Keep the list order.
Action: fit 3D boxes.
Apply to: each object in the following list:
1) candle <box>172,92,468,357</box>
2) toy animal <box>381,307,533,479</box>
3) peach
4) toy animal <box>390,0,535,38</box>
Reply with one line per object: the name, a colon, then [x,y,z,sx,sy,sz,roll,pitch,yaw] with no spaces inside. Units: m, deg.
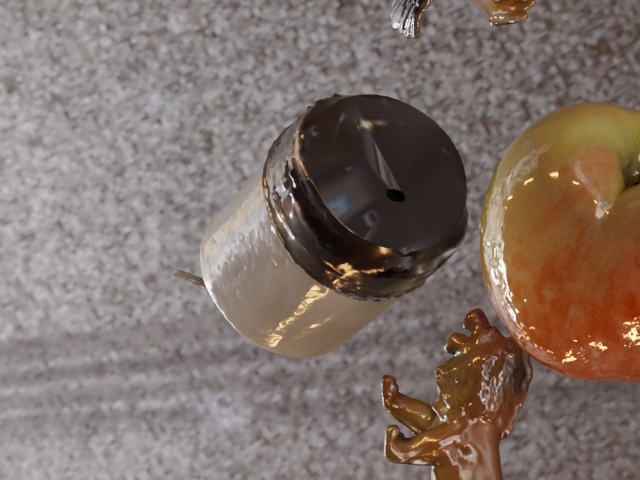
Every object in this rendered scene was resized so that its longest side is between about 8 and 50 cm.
candle: [0.000,0.000,1.682,0.221,0.221,0.342,55,142,8]
toy animal: [0.141,0.225,1.516,0.097,0.157,0.312,39,-135,-81]
peach: [0.226,0.012,1.178,0.232,0.232,0.232,27,132,35]
toy animal: [0.115,-0.230,1.078,0.160,0.197,0.272,71,-172,-47]
